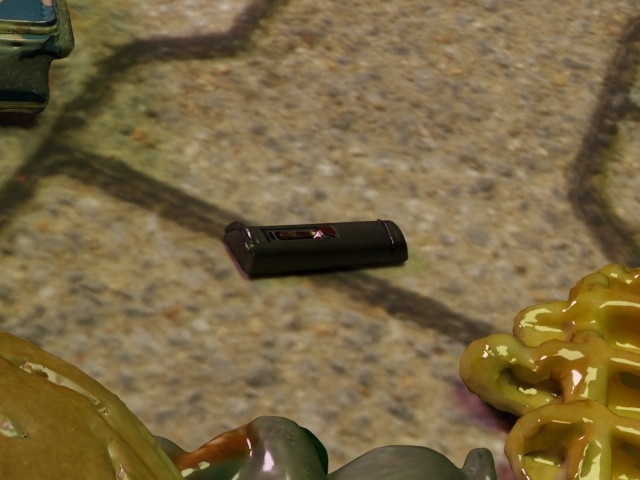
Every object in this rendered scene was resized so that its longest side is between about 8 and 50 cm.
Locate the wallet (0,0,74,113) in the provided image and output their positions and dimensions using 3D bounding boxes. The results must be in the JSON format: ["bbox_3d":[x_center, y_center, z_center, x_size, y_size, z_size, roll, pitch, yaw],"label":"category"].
[{"bbox_3d":[-0.200,-0.142,0.922,0.141,0.059,0.202,1,40,-15],"label":"wallet"}]

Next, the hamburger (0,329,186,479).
[{"bbox_3d":[-0.149,0.133,0.502,0.266,0.134,0.285,-20,59,-10],"label":"hamburger"}]

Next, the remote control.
[{"bbox_3d":[0.000,0.000,0.879,0.091,0.016,0.034,-4,40,-30],"label":"remote control"}]

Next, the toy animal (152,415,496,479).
[{"bbox_3d":[-0.047,0.117,0.643,0.236,0.108,0.138,8,40,-16],"label":"toy animal"}]

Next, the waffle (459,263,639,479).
[{"bbox_3d":[0.224,0.111,0.817,0.307,0.060,0.312,-8,46,-29],"label":"waffle"}]
